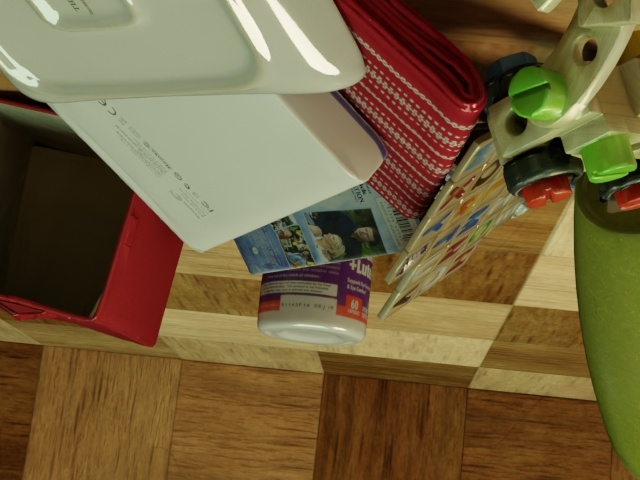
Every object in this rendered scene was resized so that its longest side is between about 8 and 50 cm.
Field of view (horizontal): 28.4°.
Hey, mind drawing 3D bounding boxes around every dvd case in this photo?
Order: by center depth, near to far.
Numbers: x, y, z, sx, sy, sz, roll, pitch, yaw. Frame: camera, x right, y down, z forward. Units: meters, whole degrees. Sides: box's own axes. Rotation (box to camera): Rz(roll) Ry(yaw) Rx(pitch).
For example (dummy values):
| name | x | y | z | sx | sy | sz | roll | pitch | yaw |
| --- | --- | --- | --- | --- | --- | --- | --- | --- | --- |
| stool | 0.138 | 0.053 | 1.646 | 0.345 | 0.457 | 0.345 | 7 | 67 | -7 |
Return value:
| name | x | y | z | sx | sy | sz | roll | pitch | yaw |
| --- | --- | --- | --- | --- | --- | --- | --- | --- | --- |
| dvd case | -0.017 | -0.064 | 1.094 | 0.022 | 0.180 | 0.253 | -35 | -164 | -38 |

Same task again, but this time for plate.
| name | x | y | z | sx | sy | sz | roll | pitch | yaw |
| --- | --- | --- | --- | --- | --- | --- | --- | --- | --- |
| plate | -0.144 | -0.167 | 0.759 | 0.278 | 0.045 | 0.277 | 1 | 146 | 27 |

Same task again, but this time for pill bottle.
| name | x | y | z | sx | sy | sz | roll | pitch | yaw |
| --- | --- | --- | --- | --- | --- | --- | --- | --- | --- |
| pill bottle | 0.000 | 0.000 | 1.244 | 0.108 | 0.194 | 0.108 | 5 | 167 | 1 |

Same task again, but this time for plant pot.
| name | x | y | z | sx | sy | sz | roll | pitch | yaw |
| --- | --- | --- | --- | --- | --- | --- | --- | --- | --- |
| plant pot | 0.332 | 0.041 | 1.097 | 0.274 | 0.275 | 0.293 | -3 | 138 | 35 |

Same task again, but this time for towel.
| name | x | y | z | sx | sy | sz | roll | pitch | yaw |
| --- | --- | --- | --- | --- | --- | --- | --- | --- | --- |
| towel | 0.021 | -0.117 | 0.881 | 0.199 | 0.031 | 0.275 | 44 | 168 | 7 |

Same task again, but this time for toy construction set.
| name | x | y | z | sx | sy | sz | roll | pitch | yaw |
| --- | --- | --- | --- | --- | --- | --- | --- | --- | --- |
| toy construction set | 0.223 | -0.106 | 0.761 | 0.327 | 0.151 | 0.215 | 18 | 148 | -38 |

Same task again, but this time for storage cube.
| name | x | y | z | sx | sy | sz | roll | pitch | yaw |
| --- | --- | --- | --- | --- | --- | --- | --- | --- | --- |
| storage cube | -0.249 | -0.014 | 1.265 | 0.183 | 0.215 | 0.193 | 12 | 169 | 12 |

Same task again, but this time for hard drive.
| name | x | y | z | sx | sy | sz | roll | pitch | yaw |
| --- | --- | --- | --- | --- | --- | --- | --- | --- | --- |
| hard drive | -0.101 | -0.098 | 0.996 | 0.210 | 0.040 | 0.318 | 46 | 154 | -12 |

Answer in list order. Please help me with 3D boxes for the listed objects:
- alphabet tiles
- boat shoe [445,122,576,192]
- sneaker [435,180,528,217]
| name | x | y | z | sx | sy | sz | roll | pitch | yaw |
| --- | --- | --- | --- | --- | --- | --- | --- | --- | --- |
| alphabet tiles | 0.127 | -0.030 | 0.985 | 0.198 | 0.009 | 0.237 | -31 | 159 | -41 |
| boat shoe | 0.190 | -0.081 | 1.120 | 0.183 | 0.066 | 0.066 | 0 | 164 | -17 |
| sneaker | 0.133 | -0.048 | 1.281 | 0.082 | 0.071 | 0.190 | 20 | 154 | -24 |
